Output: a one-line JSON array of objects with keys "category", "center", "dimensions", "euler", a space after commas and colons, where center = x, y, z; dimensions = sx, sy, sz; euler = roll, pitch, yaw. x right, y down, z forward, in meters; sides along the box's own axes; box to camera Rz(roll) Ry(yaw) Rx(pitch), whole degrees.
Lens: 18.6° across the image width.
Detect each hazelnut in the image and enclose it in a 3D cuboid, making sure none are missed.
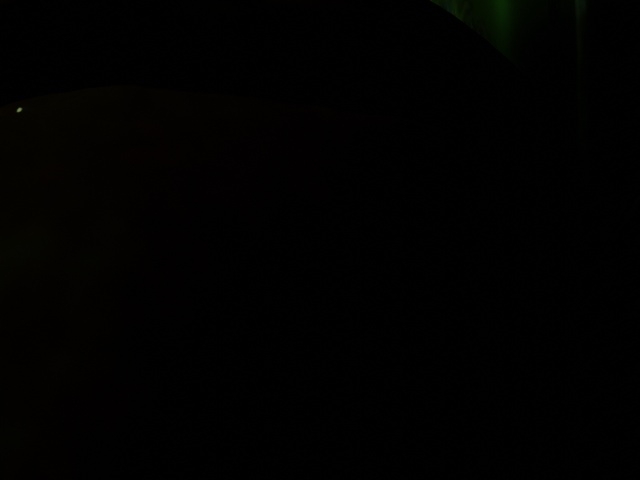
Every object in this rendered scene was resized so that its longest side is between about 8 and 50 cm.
[{"category": "hazelnut", "center": [-0.048, 0.042, 0.416], "dimensions": [0.234, 0.218, 0.218], "euler": [167, 97, -79]}]

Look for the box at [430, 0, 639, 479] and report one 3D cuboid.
[{"category": "box", "center": [0.068, 0.070, 0.498], "dimensions": [0.173, 0.043, 0.311], "euler": [-140, 46, -79]}]
